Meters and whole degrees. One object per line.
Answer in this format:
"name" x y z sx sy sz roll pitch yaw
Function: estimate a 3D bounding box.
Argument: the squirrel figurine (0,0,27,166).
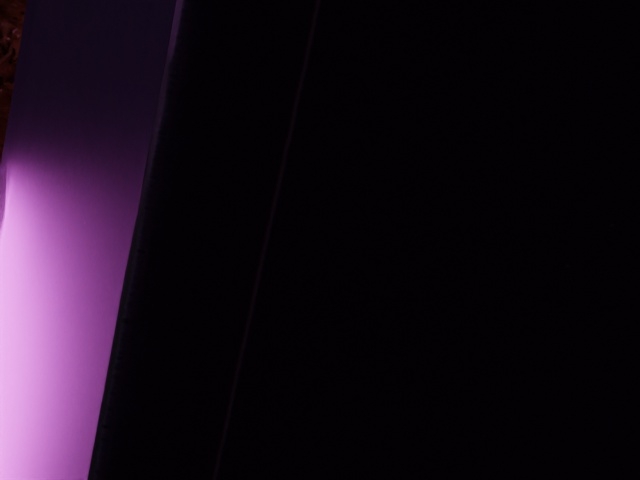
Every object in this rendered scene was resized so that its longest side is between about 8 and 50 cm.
"squirrel figurine" -0.288 -0.094 1.388 0.397 0.281 0.370 -44 8 21

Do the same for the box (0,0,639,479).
"box" 0.067 0.014 0.592 0.179 0.312 0.343 -125 44 -59
